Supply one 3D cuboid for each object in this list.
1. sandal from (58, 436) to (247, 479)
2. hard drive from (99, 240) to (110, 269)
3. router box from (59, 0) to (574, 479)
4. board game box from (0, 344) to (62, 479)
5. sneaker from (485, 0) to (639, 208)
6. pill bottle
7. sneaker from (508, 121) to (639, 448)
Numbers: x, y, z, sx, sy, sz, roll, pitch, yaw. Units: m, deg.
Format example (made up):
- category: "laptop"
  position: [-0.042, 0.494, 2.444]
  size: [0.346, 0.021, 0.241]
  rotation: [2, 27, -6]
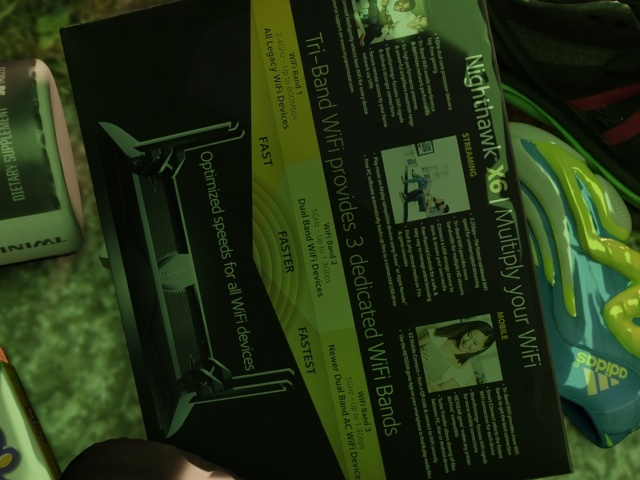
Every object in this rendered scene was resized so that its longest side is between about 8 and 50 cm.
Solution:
- category: "sandal"
  position: [0.056, 0.228, 0.541]
  size: [0.445, 0.167, 0.107]
  rotation: [34, 33, -9]
- category: "hard drive"
  position: [-0.016, -0.100, 0.682]
  size: [0.203, 0.040, 0.308]
  rotation: [16, 73, -3]
- category: "router box"
  position: [0.000, 0.000, 0.558]
  size: [0.242, 0.081, 0.309]
  rotation: [-10, 94, 10]
- category: "board game box"
  position: [-0.208, 0.197, 0.573]
  size: [0.124, 0.039, 0.259]
  rotation: [-27, 73, -10]
- category: "sneaker"
  position: [0.242, -0.141, 0.626]
  size: [0.482, 0.202, 0.185]
  rotation: [23, 73, -12]
- category: "pill bottle"
  position: [-0.283, -0.032, 0.583]
  size: [0.245, 0.130, 0.131]
  rotation: [-11, 77, -9]
- category: "sneaker"
  position: [0.164, 0.037, 0.641]
  size: [0.126, 0.091, 0.240]
  rotation: [-35, 83, -14]
